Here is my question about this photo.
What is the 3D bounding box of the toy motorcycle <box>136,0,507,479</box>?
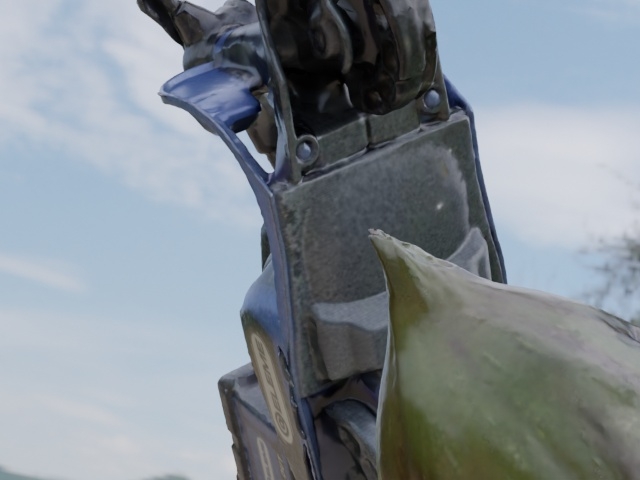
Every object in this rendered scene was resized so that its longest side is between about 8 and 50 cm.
[{"bbox_3d":[0.000,0.000,0.712,0.125,0.359,0.212,-23,30,-25],"label":"toy motorcycle"}]

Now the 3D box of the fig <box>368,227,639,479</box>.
[{"bbox_3d":[0.061,0.058,0.404,0.103,0.155,0.109,-33,-2,16],"label":"fig"}]
